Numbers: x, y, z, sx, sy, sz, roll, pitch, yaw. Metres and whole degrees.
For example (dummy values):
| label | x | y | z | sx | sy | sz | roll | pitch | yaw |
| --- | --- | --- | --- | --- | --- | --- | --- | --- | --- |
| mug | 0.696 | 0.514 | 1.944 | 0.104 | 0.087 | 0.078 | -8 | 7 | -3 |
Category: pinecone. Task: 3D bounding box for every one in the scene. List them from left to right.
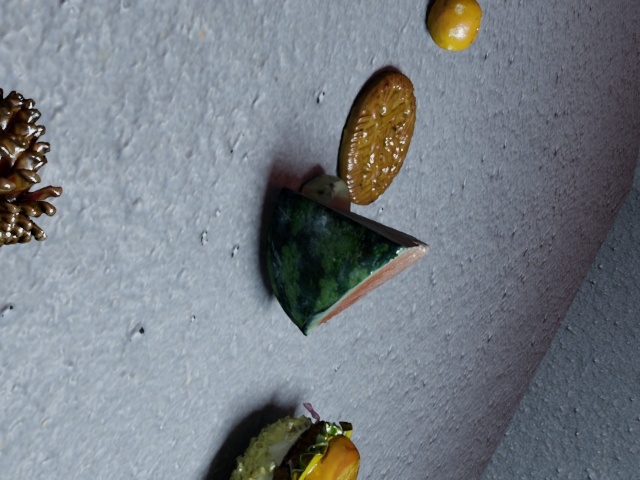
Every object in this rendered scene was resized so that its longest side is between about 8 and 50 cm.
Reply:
| label | x | y | z | sx | sy | sz | roll | pitch | yaw |
| --- | --- | --- | --- | --- | --- | --- | --- | --- | --- |
| pinecone | -0.219 | -0.047 | 0.574 | 0.102 | 0.102 | 0.109 | 3 | 103 | -63 |

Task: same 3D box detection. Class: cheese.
| label | x | y | z | sx | sy | sz | roll | pitch | yaw |
| --- | --- | --- | --- | --- | --- | --- | --- | --- | --- |
| cheese | -0.004 | 0.001 | 1.089 | 0.092 | 0.047 | 0.171 | -18 | 125 | -57 |

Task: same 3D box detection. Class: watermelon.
| label | x | y | z | sx | sy | sz | roll | pitch | yaw |
| --- | --- | --- | --- | --- | --- | --- | --- | --- | --- |
| watermelon | 0.038 | 0.046 | 1.010 | 0.136 | 0.202 | 0.207 | -99 | -162 | -52 |

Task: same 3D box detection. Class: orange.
| label | x | y | z | sx | sy | sz | roll | pitch | yaw |
| --- | --- | --- | --- | --- | --- | --- | --- | --- | --- |
| orange | 0.187 | -0.304 | 1.201 | 0.083 | 0.070 | 0.083 | -51 | 153 | -39 |

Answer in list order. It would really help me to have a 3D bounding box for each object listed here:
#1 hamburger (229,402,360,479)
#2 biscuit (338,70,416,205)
| label | x | y | z | sx | sy | sz | roll | pitch | yaw |
| --- | --- | --- | --- | --- | --- | --- | --- | --- | --- |
| hamburger | -0.044 | 0.336 | 1.159 | 0.243 | 0.138 | 0.261 | -69 | 160 | 2 |
| biscuit | 0.081 | -0.135 | 1.173 | 0.188 | 0.027 | 0.188 | -45 | 146 | -41 |
